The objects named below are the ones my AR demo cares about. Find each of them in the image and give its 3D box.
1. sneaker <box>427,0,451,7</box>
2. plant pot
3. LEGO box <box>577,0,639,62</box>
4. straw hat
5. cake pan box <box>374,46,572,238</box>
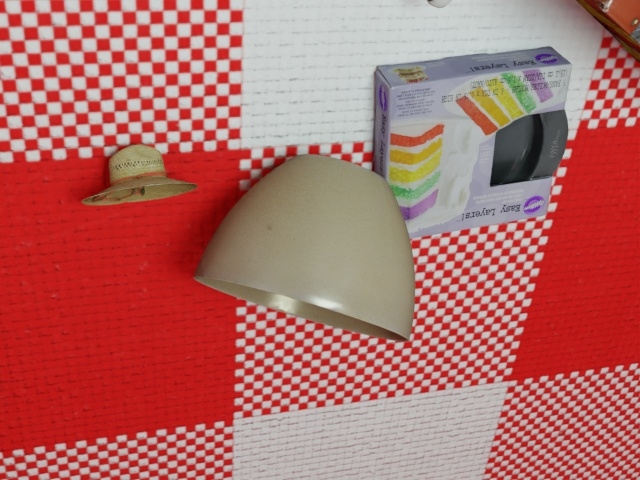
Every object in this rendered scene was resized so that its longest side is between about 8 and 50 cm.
[{"bbox_3d":[0.115,-0.409,0.919,0.146,0.104,0.296,3,117,-18],"label":"sneaker"},{"bbox_3d":[0.000,0.000,1.092,0.284,0.284,0.191,21,79,-29],"label":"plant pot"},{"bbox_3d":[0.504,-0.421,0.928,0.372,0.193,0.500,18,117,-43],"label":"LEGO box"},{"bbox_3d":[-0.228,-0.086,1.052,0.144,0.144,0.061,-9,86,-12],"label":"straw hat"},{"bbox_3d":[0.205,-0.130,1.164,0.266,0.070,0.246,-8,128,-13],"label":"cake pan box"}]
